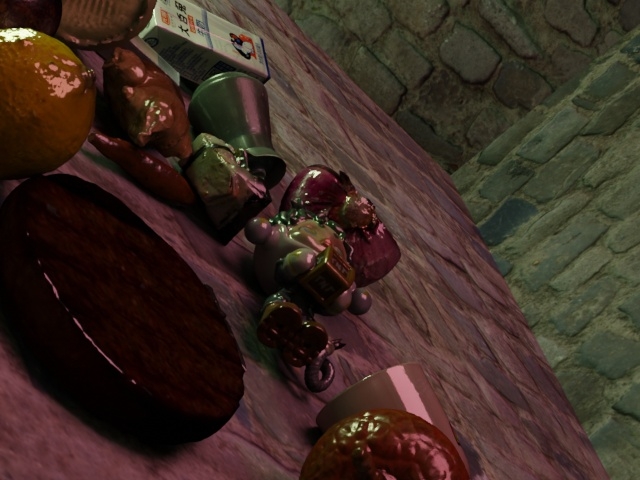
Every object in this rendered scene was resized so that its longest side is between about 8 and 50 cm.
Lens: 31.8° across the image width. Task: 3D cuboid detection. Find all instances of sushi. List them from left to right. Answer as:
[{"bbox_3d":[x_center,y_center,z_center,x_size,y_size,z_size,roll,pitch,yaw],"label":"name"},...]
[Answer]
[{"bbox_3d":[-0.198,-0.133,2.040,0.109,0.134,0.273,28,26,-40],"label":"sushi"}]

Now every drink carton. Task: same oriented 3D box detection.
[{"bbox_3d":[-0.260,-0.419,2.407,0.315,0.106,0.131,21,43,-39],"label":"drink carton"}]

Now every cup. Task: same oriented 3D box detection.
[{"bbox_3d":[0.120,0.341,1.800,0.200,0.191,0.253,61,-14,22],"label":"cup"}]

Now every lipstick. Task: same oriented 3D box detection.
[{"bbox_3d":[-0.404,-0.391,2.159,0.317,0.066,0.068,42,18,-29],"label":"lipstick"}]

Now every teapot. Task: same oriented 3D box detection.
[{"bbox_3d":[-0.162,-0.203,2.275,0.203,0.171,0.225,84,-14,-59],"label":"teapot"}]

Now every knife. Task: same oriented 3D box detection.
[{"bbox_3d":[-0.149,0.137,1.779,0.023,0.010,0.170,19,36,-52],"label":"knife"}]

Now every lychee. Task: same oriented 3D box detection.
[{"bbox_3d":[0.090,0.354,1.526,0.255,0.255,0.300,57,-14,22],"label":"lychee"}]

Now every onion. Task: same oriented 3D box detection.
[{"bbox_3d":[0.000,0.000,2.270,0.267,0.159,0.348,50,-18,-3],"label":"onion"}]

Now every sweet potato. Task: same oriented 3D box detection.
[{"bbox_3d":[-0.293,-0.119,1.878,0.264,0.057,0.057,33,23,-45],"label":"sweet potato"}]

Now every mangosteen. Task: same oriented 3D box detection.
[{"bbox_3d":[-0.467,-0.386,1.694,0.192,0.217,0.192,33,31,-23],"label":"mangosteen"}]

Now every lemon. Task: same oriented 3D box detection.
[{"bbox_3d":[-0.392,-0.175,1.441,0.192,0.231,0.192,-15,90,-83],"label":"lemon"}]

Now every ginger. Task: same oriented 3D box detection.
[{"bbox_3d":[-0.297,-0.232,1.938,0.219,0.123,0.270,54,-3,-18],"label":"ginger"}]

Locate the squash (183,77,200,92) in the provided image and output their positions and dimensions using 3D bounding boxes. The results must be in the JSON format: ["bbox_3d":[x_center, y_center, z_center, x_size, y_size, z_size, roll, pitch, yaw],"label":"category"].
[{"bbox_3d":[-0.289,-0.374,2.476,0.183,0.052,0.052,51,16,-5],"label":"squash"}]

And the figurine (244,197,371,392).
[{"bbox_3d":[-0.031,0.063,1.948,0.261,0.186,0.382,51,16,-18],"label":"figurine"}]

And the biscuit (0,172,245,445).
[{"bbox_3d":[-0.258,0.089,1.444,0.407,0.091,0.407,46,14,-15],"label":"biscuit"}]

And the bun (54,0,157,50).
[{"bbox_3d":[-0.402,-0.463,1.995,0.259,0.259,0.152,47,7,-15],"label":"bun"}]
